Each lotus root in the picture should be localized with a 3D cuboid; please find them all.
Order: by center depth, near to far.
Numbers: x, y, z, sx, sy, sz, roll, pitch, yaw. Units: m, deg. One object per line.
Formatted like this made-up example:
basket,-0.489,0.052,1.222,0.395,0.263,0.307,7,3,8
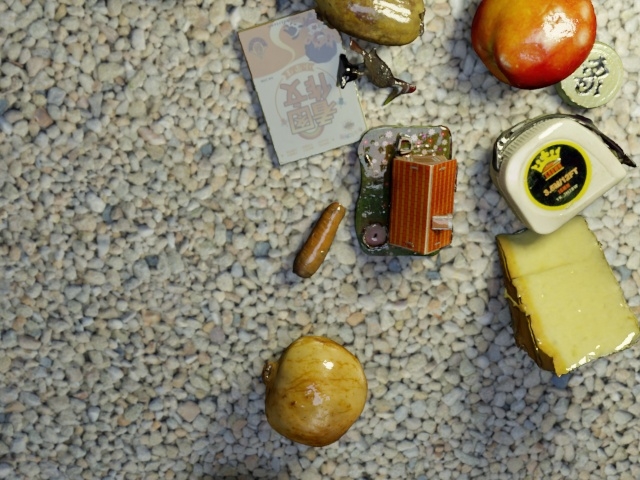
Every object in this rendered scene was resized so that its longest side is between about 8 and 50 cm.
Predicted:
lotus root,0.089,-0.473,1.708,0.260,0.128,0.145,15,66,-9

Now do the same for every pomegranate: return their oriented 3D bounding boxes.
pomegranate,-0.018,0.326,1.855,0.248,0.248,0.248,-1,103,-3

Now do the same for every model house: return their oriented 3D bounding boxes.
model house,0.183,-0.086,1.793,0.207,0.154,0.293,0,108,-4

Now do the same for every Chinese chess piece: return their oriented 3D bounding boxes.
Chinese chess piece,0.566,-0.350,1.803,0.144,0.058,0.144,-1,104,-2

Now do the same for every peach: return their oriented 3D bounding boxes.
peach,0.428,-0.421,1.709,0.244,0.199,0.243,-2,78,8

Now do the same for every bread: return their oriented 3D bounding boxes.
bread,0.506,0.100,1.791,0.249,0.315,0.279,-16,94,-1

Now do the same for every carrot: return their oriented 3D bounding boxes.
carrot,0.000,0.000,1.858,0.060,0.060,0.186,29,100,-9

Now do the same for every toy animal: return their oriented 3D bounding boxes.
toy animal,0.117,-0.346,1.772,0.202,0.070,0.105,22,134,-28

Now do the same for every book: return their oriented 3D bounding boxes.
book,-0.033,-0.327,1.799,0.208,0.020,0.295,-18,104,0

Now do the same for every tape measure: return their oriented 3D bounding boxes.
tape measure,0.499,-0.174,1.810,0.271,0.133,0.231,-35,110,4
